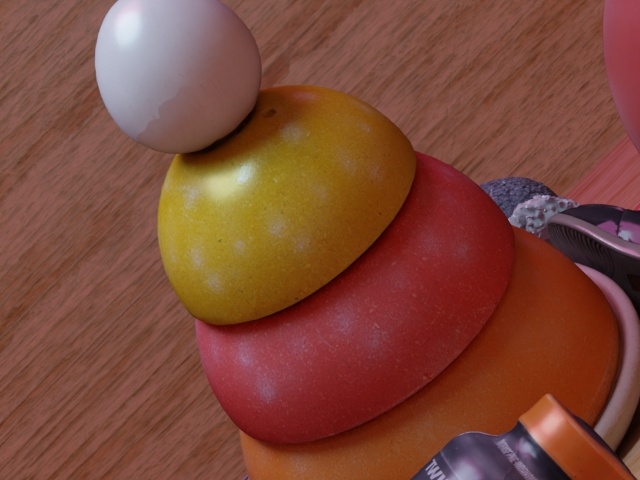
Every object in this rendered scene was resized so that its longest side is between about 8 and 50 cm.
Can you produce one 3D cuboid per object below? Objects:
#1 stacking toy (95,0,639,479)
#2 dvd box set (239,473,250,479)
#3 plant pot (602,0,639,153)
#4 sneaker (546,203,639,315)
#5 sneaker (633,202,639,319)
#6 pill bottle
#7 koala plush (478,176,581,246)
[{"bbox_3d":[0.000,0.000,1.449,0.351,0.480,0.350,-26,29,16],"label":"stacking toy"},{"bbox_3d":[-0.119,0.371,2.060,0.307,0.062,0.420,-55,2,-23],"label":"dvd box set"},{"bbox_3d":[0.352,-0.135,1.228,0.275,0.275,0.243,-45,12,-11],"label":"plant pot"},{"bbox_3d":[0.291,0.001,1.569,0.118,0.083,0.222,-37,32,-22],"label":"sneaker"},{"bbox_3d":[0.265,0.044,1.688,0.276,0.097,0.135,-43,-1,19],"label":"sneaker"},{"bbox_3d":[0.085,0.208,1.185,0.246,0.130,0.130,-45,0,3],"label":"pill bottle"},{"bbox_3d":[0.139,0.008,1.818,0.221,0.203,0.196,-22,6,-3],"label":"koala plush"}]
